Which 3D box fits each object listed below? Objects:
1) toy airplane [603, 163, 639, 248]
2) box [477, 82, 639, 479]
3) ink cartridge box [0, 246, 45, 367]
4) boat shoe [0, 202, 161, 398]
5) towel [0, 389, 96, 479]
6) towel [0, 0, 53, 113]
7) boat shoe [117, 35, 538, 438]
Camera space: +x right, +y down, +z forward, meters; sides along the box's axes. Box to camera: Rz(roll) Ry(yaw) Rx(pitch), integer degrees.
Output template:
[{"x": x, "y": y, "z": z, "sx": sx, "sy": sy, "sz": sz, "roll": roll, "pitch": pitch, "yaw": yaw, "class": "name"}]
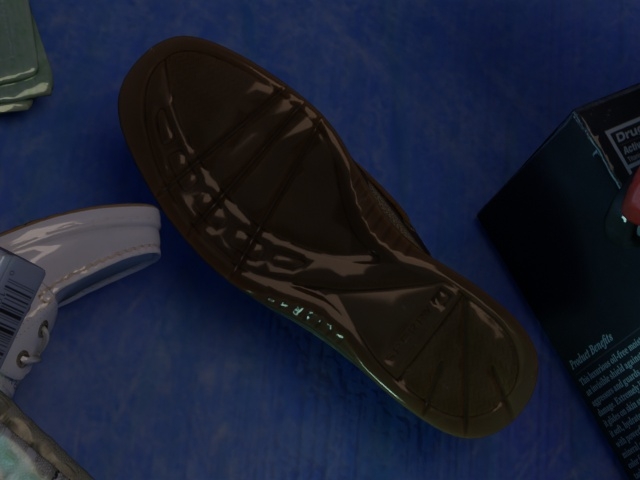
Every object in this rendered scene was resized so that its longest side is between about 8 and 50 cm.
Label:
[{"x": 0.348, "y": -0.150, "z": 1.200, "sx": 0.386, "sy": 0.272, "sz": 0.384, "roll": -2, "pitch": 46, "yaw": -7, "class": "toy airplane"}, {"x": 0.325, "y": 0.020, "z": 1.376, "sx": 0.296, "sy": 0.183, "sz": 0.294, "roll": -22, "pitch": 77, "yaw": -28, "class": "box"}, {"x": -0.290, "y": 0.076, "z": 1.078, "sx": 0.224, "sy": 0.045, "sz": 0.223, "roll": 22, "pitch": 84, "yaw": 29, "class": "ink cartridge box"}, {"x": -0.214, "y": 0.059, "z": 1.193, "sx": 0.277, "sy": 0.098, "sz": 0.096, "roll": -23, "pitch": 77, "yaw": -20, "class": "boat shoe"}, {"x": -0.193, "y": 0.257, "z": 0.966, "sx": 0.324, "sy": 0.056, "sz": 0.312, "roll": 43, "pitch": 76, "yaw": -8, "class": "towel"}, {"x": -0.356, "y": -0.190, "z": 1.278, "sx": 0.324, "sy": 0.038, "sz": 0.248, "roll": -5, "pitch": 69, "yaw": -24, "class": "towel"}, {"x": 0.000, "y": 0.000, "z": 1.297, "sx": 0.342, "sy": 0.123, "sz": 0.123, "roll": 40, "pitch": 87, "yaw": -5, "class": "boat shoe"}]
